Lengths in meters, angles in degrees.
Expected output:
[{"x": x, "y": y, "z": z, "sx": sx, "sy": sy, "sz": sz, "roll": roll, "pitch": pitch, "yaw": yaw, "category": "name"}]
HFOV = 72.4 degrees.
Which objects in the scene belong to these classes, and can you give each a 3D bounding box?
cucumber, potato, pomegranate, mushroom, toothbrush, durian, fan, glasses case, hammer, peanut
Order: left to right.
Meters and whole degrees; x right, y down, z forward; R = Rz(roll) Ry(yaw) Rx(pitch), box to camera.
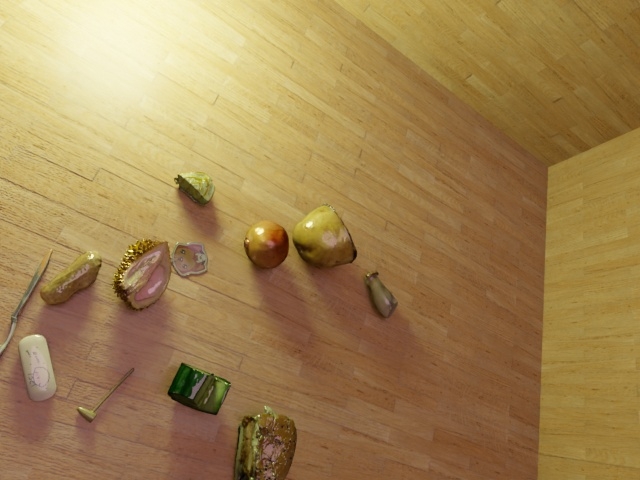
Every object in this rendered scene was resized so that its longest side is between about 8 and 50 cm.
[{"x": -0.917, "y": 0.195, "z": 1.348, "sx": 0.037, "sy": 0.028, "sz": 0.376, "roll": 24, "pitch": 63, "yaw": -18, "category": "toothbrush"}, {"x": -0.850, "y": 0.382, "z": 1.314, "sx": 0.076, "sy": 0.049, "sz": 0.198, "roll": -12, "pitch": 81, "yaw": -34, "category": "glasses case"}, {"x": -0.794, "y": 0.121, "z": 1.410, "sx": 0.100, "sy": 0.099, "sz": 0.214, "roll": 50, "pitch": 54, "yaw": -8, "category": "peanut"}, {"x": -0.683, "y": 0.483, "z": 1.405, "sx": 0.060, "sy": 0.028, "sz": 0.195, "roll": 43, "pitch": 54, "yaw": -5, "category": "hammer"}, {"x": -0.618, "y": 0.116, "z": 1.501, "sx": 0.137, "sy": 0.183, "sz": 0.250, "roll": 14, "pitch": 66, "yaw": 12, "category": "durian"}, {"x": -0.529, "y": 0.071, "z": 1.638, "sx": 0.219, "sy": 0.009, "sz": 0.132, "roll": -3, "pitch": 76, "yaw": -33, "category": "fan"}, {"x": -0.417, "y": 0.489, "z": 1.471, "sx": 0.191, "sy": 0.191, "sz": 0.130, "roll": 30, "pitch": 59, "yaw": -20, "category": "cucumber"}, {"x": -0.217, "y": 0.017, "z": 1.751, "sx": 0.191, "sy": 0.191, "sz": 0.192, "roll": 10, "pitch": 69, "yaw": -29, "category": "pomegranate"}, {"x": 0.000, "y": 0.000, "z": 1.874, "sx": 0.242, "sy": 0.242, "sz": 0.286, "roll": -25, "pitch": 95, "yaw": -35, "category": "potato"}, {"x": 0.275, "y": 0.251, "z": 2.033, "sx": 0.225, "sy": 0.093, "sz": 0.116, "roll": 52, "pitch": 40, "yaw": 4, "category": "mushroom"}]

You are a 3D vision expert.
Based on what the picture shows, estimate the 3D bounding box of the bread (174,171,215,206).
[{"x": -0.478, "y": -0.224, "z": 1.709, "sx": 0.156, "sy": 0.103, "sz": 0.110, "roll": 45, "pitch": 62, "yaw": -19, "category": "bread"}]

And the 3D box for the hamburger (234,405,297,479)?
[{"x": -0.186, "y": 0.734, "z": 1.535, "sx": 0.192, "sy": 0.167, "sz": 0.288, "roll": 11, "pitch": 68, "yaw": -27, "category": "hamburger"}]
